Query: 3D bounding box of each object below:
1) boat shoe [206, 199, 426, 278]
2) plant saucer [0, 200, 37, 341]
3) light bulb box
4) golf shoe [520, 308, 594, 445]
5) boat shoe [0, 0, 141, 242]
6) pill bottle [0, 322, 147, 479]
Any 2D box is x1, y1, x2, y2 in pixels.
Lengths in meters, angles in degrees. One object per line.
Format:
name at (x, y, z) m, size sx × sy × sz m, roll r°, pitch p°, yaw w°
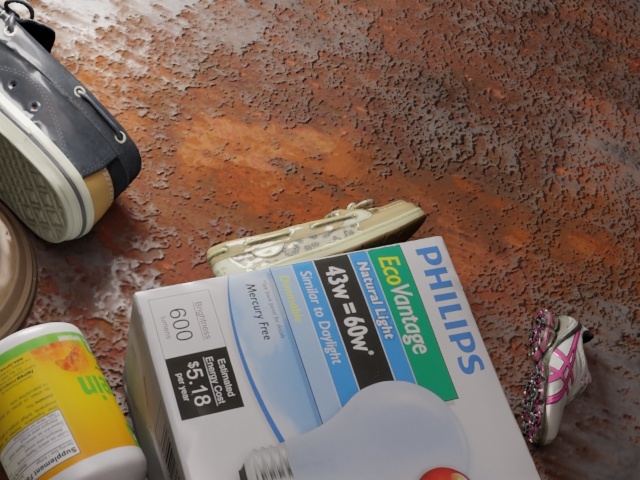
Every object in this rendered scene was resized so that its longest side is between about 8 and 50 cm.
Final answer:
boat shoe at (0.000, 0.000, 1.541) m, size 0.285 × 0.104 × 0.089 m, roll -21°, pitch 69°, yaw -24°
plant saucer at (-0.471, 0.031, 1.442) m, size 0.278 × 0.041 × 0.277 m, roll 7°, pitch 58°, yaw -11°
light bulb box at (0.005, 0.222, 1.338) m, size 0.361 × 0.225 × 0.357 m, roll -11°, pitch 63°, yaw -19°
golf shoe at (0.299, 0.172, 1.535) m, size 0.086 × 0.067 × 0.186 m, roll 18°, pitch 57°, yaw -5°
boat shoe at (-0.413, -0.216, 1.527) m, size 0.500 × 0.187 × 0.156 m, roll 47°, pitch 55°, yaw 9°
pill bottle at (-0.268, 0.222, 1.319) m, size 0.136 × 0.136 × 0.245 m, roll -22°, pitch 67°, yaw -25°
